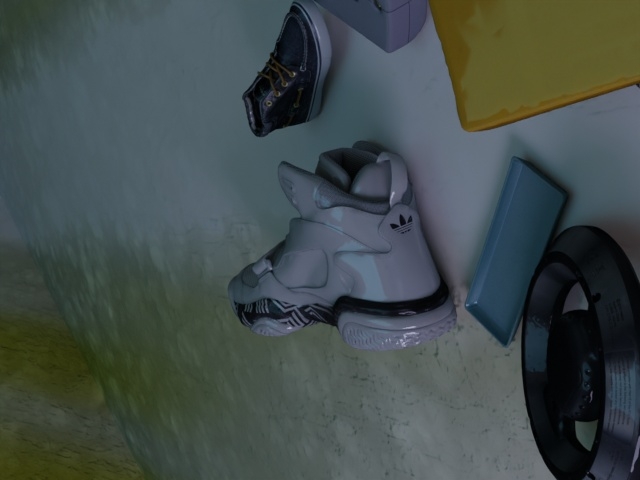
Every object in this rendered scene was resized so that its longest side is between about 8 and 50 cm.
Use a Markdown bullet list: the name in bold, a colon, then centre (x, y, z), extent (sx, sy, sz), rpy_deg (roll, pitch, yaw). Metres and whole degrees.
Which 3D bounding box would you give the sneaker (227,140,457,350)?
- **sneaker**: centre (0.000, 0.000, 1.049), extent (0.366, 0.137, 0.210), rpy_deg (3, 108, 54)

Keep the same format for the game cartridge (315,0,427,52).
- **game cartridge**: centre (0.013, -0.322, 0.828), extent (0.198, 0.062, 0.297), rpy_deg (41, 162, 37)

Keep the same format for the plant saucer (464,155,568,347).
- **plant saucer**: centre (0.183, 0.014, 0.856), extent (0.067, 0.018, 0.192), rpy_deg (48, 142, 37)

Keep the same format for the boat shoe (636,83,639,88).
- **boat shoe**: centre (0.248, -0.126, 0.619), extent (0.206, 0.065, 0.075), rpy_deg (40, 138, 44)

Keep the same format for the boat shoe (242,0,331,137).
- **boat shoe**: centre (-0.041, -0.188, 1.027), extent (0.065, 0.083, 0.183), rpy_deg (51, 156, 26)

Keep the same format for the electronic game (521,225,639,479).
- **electronic game**: centre (0.215, 0.102, 0.743), extent (0.229, 0.048, 0.229), rpy_deg (180, 90, -85)

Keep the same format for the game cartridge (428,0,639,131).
- **game cartridge**: centre (0.178, -0.261, 0.586), extent (0.285, 0.052, 0.324), rpy_deg (-13, 92, 42)
